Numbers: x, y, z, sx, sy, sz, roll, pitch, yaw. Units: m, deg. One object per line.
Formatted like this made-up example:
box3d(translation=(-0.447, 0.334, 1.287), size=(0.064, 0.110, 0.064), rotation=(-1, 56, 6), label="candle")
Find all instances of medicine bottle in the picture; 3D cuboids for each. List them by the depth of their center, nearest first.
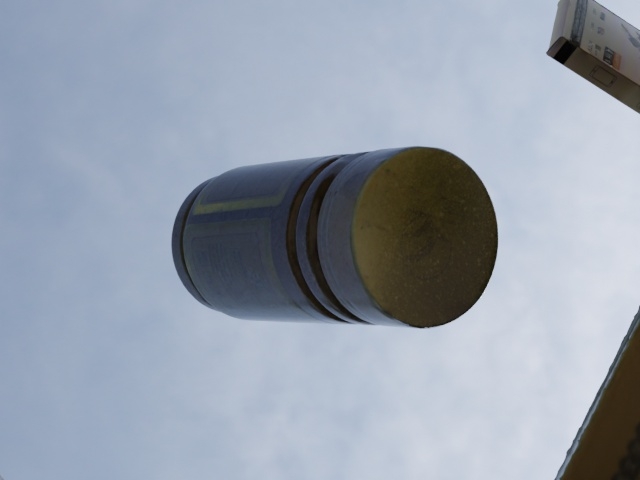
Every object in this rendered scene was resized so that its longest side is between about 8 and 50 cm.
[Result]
box3d(translation=(0.000, 0.000, 1.380), size=(0.151, 0.322, 0.151), rotation=(1, -91, -34), label="medicine bottle")

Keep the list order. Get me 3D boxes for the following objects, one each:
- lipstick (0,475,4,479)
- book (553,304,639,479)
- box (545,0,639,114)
box3d(translation=(-0.239, 0.116, 0.844), size=(0.081, 0.081, 0.299), rotation=(-49, -55, -27), label="lipstick")
box3d(translation=(0.310, 0.171, 0.781), size=(0.389, 0.032, 0.268), rotation=(25, -89, 1), label="book")
box3d(translation=(0.363, -0.179, 1.684), size=(0.247, 0.033, 0.129), rotation=(31, -144, -8), label="box")
